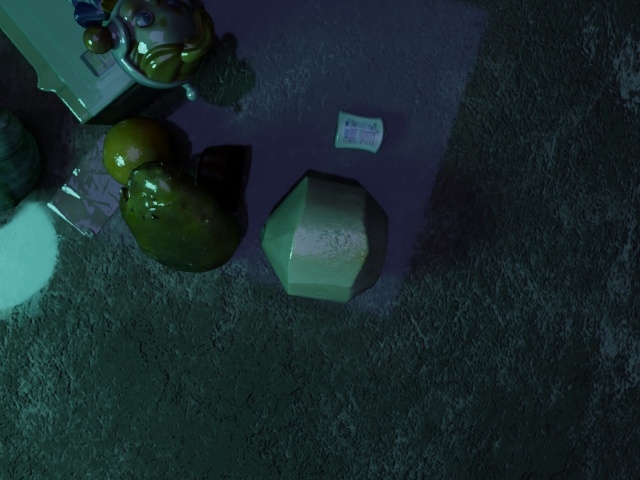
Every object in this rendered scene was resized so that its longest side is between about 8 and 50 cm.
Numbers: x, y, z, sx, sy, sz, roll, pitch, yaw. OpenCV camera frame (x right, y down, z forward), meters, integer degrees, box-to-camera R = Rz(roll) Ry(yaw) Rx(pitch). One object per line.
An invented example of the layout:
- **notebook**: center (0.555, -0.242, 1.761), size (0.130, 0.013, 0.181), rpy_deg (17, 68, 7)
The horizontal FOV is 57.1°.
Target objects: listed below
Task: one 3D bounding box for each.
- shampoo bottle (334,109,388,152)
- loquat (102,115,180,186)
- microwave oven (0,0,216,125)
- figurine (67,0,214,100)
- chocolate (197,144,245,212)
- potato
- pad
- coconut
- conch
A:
- **shampoo bottle**: center (0.080, -0.207, 1.128), size (0.099, 0.043, 0.072), rpy_deg (8, 101, -3)
- **loquat**: center (-0.331, -0.160, 1.084), size (0.141, 0.141, 0.141), rpy_deg (0, 100, -1)
- **microwave oven**: center (-0.389, -0.410, 0.998), size (0.286, 0.218, 0.355), rpy_deg (-39, 99, 4)
- **figurine**: center (-0.285, -0.319, 0.843), size (0.274, 0.133, 0.193), rpy_deg (20, 56, -8)
- **chocolate**: center (-0.189, -0.134, 1.100), size (0.080, 0.148, 0.125), rpy_deg (7, 62, -1)
- **potato**: center (-0.255, -0.034, 1.053), size (0.192, 0.296, 0.141), rpy_deg (8, 61, 13)
- **pad**: center (-0.441, -0.105, 1.159), size (0.113, 0.006, 0.187), rpy_deg (40, 97, -7)
- **coconut**: center (0.001, -0.003, 1.082), size (0.241, 0.241, 0.241), rpy_deg (0, 100, -1)
- **conch**: center (-0.628, -0.153, 1.074), size (0.277, 0.195, 0.220), rpy_deg (-35, 90, 37)
